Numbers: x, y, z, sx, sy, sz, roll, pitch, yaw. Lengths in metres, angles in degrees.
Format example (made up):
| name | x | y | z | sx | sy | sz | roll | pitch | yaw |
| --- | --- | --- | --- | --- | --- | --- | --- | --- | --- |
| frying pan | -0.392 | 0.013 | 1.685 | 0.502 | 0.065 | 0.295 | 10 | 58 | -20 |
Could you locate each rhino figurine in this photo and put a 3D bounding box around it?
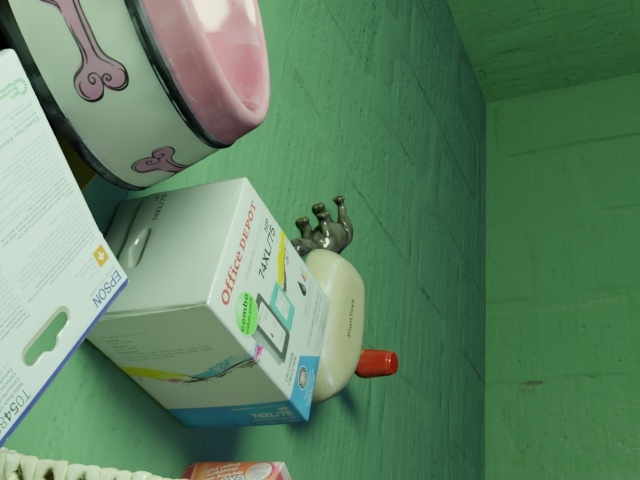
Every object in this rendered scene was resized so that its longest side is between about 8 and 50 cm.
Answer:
| name | x | y | z | sx | sy | sz | roll | pitch | yaw |
| --- | --- | --- | --- | --- | --- | --- | --- | --- | --- |
| rhino figurine | 0.000 | 0.000 | 1.493 | 0.243 | 0.073 | 0.106 | -44 | 120 | -59 |

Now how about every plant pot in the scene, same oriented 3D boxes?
| name | x | y | z | sx | sy | sz | roll | pitch | yaw |
| --- | --- | --- | --- | --- | --- | --- | --- | --- | --- |
| plant pot | -0.303 | -0.084 | 0.840 | 0.083 | 0.081 | 0.081 | 55 | 34 | -25 |

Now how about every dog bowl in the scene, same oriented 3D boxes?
| name | x | y | z | sx | sy | sz | roll | pitch | yaw |
| --- | --- | --- | --- | --- | --- | --- | --- | --- | --- |
| dog bowl | -0.171 | -0.264 | 0.784 | 0.408 | 0.150 | 0.408 | -12 | 90 | -80 |

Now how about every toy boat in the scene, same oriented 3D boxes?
| name | x | y | z | sx | sy | sz | roll | pitch | yaw |
| --- | --- | --- | --- | --- | --- | --- | --- | --- | --- |
| toy boat | 0.017 | 0.180 | 1.391 | 0.318 | 0.148 | 0.268 | 47 | 46 | -49 |

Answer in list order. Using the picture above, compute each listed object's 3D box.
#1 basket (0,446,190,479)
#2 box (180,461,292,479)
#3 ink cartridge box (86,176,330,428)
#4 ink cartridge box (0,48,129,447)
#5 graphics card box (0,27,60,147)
| name | x | y | z | sx | sy | sz | roll | pitch | yaw |
| --- | --- | --- | --- | --- | --- | --- | --- | --- | --- |
| basket | -0.175 | 0.371 | 0.659 | 0.331 | 0.266 | 0.329 | 69 | 24 | -60 |
| box | -0.094 | 0.458 | 1.045 | 0.142 | 0.154 | 0.300 | -56 | 134 | -56 |
| ink cartridge box | -0.139 | 0.090 | 0.998 | 0.270 | 0.197 | 0.198 | 57 | 34 | -43 |
| ink cartridge box | -0.249 | 0.009 | 0.557 | 0.223 | 0.045 | 0.224 | -63 | 142 | -51 |
| graphics card box | -0.340 | -0.060 | 0.542 | 0.371 | 0.094 | 0.233 | -26 | 106 | -67 |
